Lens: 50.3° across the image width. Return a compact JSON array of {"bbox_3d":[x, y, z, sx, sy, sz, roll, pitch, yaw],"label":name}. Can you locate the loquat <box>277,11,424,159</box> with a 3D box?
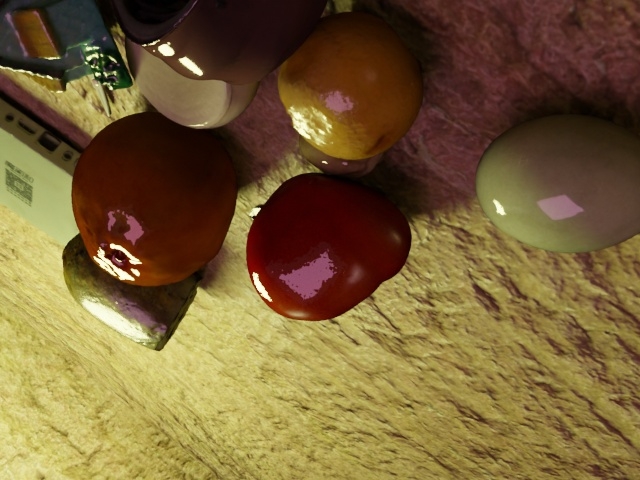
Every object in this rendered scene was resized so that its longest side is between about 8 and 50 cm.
[{"bbox_3d":[0.046,-0.217,0.958,0.208,0.208,0.208,21,143,17],"label":"loquat"}]

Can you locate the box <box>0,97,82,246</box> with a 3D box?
[{"bbox_3d":[-0.729,-0.171,1.716,0.367,0.090,0.373,34,144,-3],"label":"box"}]

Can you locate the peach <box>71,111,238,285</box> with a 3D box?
[{"bbox_3d":[-0.329,-0.074,1.334,0.343,0.301,0.342,22,144,18],"label":"peach"}]

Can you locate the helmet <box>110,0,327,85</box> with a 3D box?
[{"bbox_3d":[-0.095,-0.347,0.879,0.271,0.338,0.197,21,167,41],"label":"helmet"}]

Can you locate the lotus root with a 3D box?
[{"bbox_3d":[-0.487,0.102,1.729,0.346,0.250,0.250,34,145,5],"label":"lotus root"}]

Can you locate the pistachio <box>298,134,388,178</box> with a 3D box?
[{"bbox_3d":[0.033,-0.162,1.123,0.186,0.108,0.126,4,112,45],"label":"pistachio"}]

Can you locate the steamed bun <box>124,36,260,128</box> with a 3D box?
[{"bbox_3d":[-0.191,-0.301,1.093,0.232,0.145,0.231,20,135,22],"label":"steamed bun"}]

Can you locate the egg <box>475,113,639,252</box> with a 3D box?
[{"bbox_3d":[0.332,-0.076,0.917,0.253,0.186,0.186,13,140,33],"label":"egg"}]

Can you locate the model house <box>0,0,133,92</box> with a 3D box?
[{"bbox_3d":[-0.475,-0.339,1.096,0.280,0.249,0.229,57,169,48],"label":"model house"}]

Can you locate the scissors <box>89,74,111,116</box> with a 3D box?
[{"bbox_3d":[-0.450,-0.327,1.370,0.086,0.022,0.176,14,137,20],"label":"scissors"}]

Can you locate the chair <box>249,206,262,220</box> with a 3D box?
[{"bbox_3d":[-0.089,0.035,1.449,0.212,0.101,0.084,45,143,-18],"label":"chair"}]

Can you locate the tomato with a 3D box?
[{"bbox_3d":[0.000,0.000,1.180,0.299,0.298,0.226,-12,120,45],"label":"tomato"}]
